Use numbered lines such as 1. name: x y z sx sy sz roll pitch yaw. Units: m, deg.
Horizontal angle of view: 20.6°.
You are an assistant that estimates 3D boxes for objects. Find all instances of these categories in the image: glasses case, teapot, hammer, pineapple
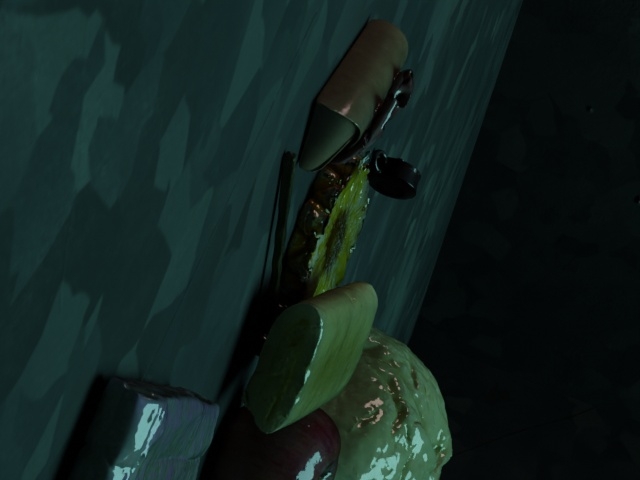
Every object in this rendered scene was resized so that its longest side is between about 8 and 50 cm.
1. glasses case: 0.042 -0.122 1.696 0.193 0.070 0.102 -59 169 -54
2. teapot: 0.093 -0.086 2.235 0.100 0.067 0.045 45 57 -45
3. hammer: -0.039 0.010 1.666 0.292 0.029 0.058 99 12 -52
4. pineapple: 0.000 0.000 1.862 0.221 0.047 0.221 19 90 -79

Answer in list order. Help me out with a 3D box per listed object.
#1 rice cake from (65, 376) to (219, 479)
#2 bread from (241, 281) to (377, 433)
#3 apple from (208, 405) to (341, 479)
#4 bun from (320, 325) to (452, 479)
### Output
1. rice cake: -0.128 0.155 1.290 0.298 0.050 0.106 47 65 -82
2. bread: -0.008 0.112 1.764 0.140 0.060 0.178 -68 163 12
3. apple: -0.050 0.235 1.836 0.153 0.120 0.153 -59 163 -31
4. bun: 0.033 0.280 2.171 0.352 0.227 0.349 64 49 -78
